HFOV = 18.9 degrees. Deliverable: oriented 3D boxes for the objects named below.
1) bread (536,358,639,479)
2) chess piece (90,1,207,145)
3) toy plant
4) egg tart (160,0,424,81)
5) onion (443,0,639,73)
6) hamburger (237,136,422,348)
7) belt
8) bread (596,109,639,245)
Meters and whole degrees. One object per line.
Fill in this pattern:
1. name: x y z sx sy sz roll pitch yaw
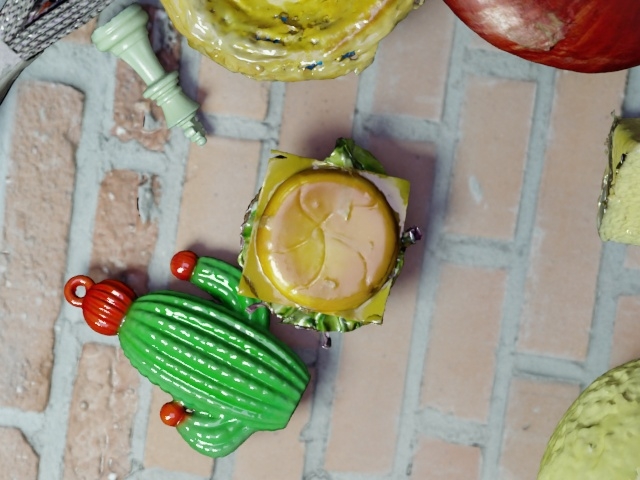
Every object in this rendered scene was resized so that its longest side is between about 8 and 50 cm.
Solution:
1. bread: 0.347 0.260 1.747 0.320 0.237 0.320 0 96 -1
2. chess piece: -0.154 -0.152 1.828 0.059 0.059 0.149 -36 96 5
3. toy plant: -0.117 0.092 1.832 0.154 0.088 0.240 -38 81 -7
4. egg tart: -0.025 -0.283 1.790 0.291 0.107 0.291 1 94 7
5. onion: 0.242 -0.302 1.684 0.341 0.341 0.341 0 94 2
6. hamburger: 0.003 -0.003 1.810 0.164 0.093 0.189 25 90 -6
7. belt: -0.302 -0.177 1.813 0.126 0.094 0.359 45 96 -6
8. bread: 0.339 -0.046 1.797 0.147 0.127 0.152 7 112 2
